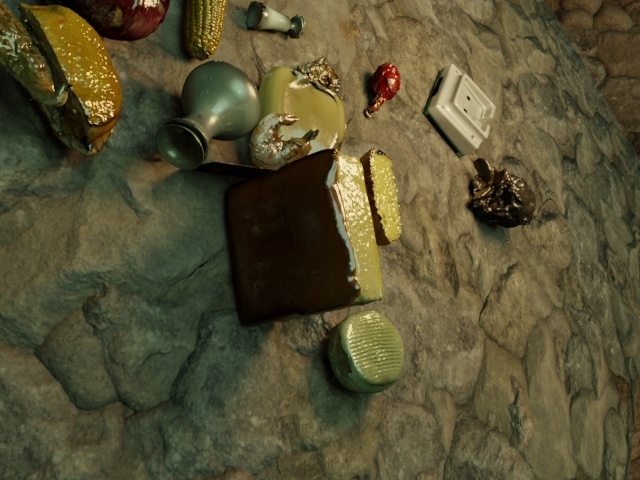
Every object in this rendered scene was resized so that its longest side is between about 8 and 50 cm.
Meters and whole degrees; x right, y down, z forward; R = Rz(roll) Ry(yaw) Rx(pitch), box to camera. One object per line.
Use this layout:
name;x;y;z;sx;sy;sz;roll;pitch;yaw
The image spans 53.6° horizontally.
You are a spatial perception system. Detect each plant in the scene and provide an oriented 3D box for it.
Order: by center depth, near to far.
plant;0.623;-0.152;2.173;0.234;0.178;0.204;35;54;-38

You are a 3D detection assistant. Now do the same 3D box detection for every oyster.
oyster;-0.002;-0.457;1.761;0.177;0.056;0.106;9;77;-47

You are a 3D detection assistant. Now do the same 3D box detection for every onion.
onion;-0.424;-0.508;1.263;0.246;0.190;0.246;30;38;-28

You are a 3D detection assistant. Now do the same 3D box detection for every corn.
corn;-0.269;-0.567;1.502;0.102;0.102;0.313;24;59;-37

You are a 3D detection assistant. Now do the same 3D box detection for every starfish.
starfish;-0.645;-0.369;1.015;0.324;0.082;0.432;-27;92;-28

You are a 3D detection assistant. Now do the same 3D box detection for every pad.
pad;-0.185;-0.154;1.404;0.211;0.143;0.003;3;86;-43

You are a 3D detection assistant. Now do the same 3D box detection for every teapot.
teapot;-0.241;-0.258;1.340;0.183;0.183;0.251;48;41;-21

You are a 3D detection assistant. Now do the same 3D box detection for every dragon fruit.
dragon fruit;0.185;-0.450;1.931;0.094;0.094;0.191;29;78;-34

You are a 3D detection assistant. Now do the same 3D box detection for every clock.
clock;0.494;-0.463;2.206;0.231;0.116;0.262;44;48;-23

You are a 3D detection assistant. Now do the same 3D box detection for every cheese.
cheese;-0.054;-0.257;1.587;0.259;0.128;0.316;15;67;-29

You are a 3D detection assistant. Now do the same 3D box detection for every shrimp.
shrimp;-0.083;-0.228;1.446;0.187;0.051;0.133;-26;127;-32

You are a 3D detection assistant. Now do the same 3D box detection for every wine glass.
wine glass;-0.119;-0.583;1.678;0.155;0.072;0.072;-1;76;-46

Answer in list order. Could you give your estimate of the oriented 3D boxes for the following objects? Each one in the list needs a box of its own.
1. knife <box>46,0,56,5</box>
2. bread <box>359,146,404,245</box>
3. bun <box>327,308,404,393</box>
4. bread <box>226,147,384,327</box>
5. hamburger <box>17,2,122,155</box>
knife;-0.550;-0.519;1.263;0.043;0.019;0.293;-32;100;-48
bread;0.132;-0.106;1.706;0.129;0.134;0.260;9;74;-54
bun;0.107;0.278;1.559;0.221;0.108;0.221;22;54;-33
bread;-0.043;0.000;1.360;0.143;0.323;0.333;7;69;-52
hamburger;-0.460;-0.298;1.186;0.156;0.144;0.283;-36;102;-57
